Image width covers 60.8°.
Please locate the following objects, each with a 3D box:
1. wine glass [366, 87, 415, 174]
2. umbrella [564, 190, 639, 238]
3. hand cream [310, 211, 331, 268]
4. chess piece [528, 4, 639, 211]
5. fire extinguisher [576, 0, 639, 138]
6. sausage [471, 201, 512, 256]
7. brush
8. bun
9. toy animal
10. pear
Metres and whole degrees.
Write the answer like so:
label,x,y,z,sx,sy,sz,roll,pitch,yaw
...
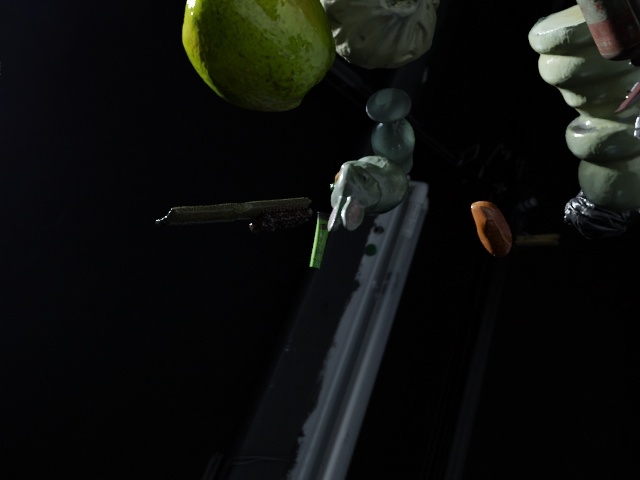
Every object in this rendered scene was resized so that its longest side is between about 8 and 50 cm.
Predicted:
label,x,y,z,sx,sy,sz,roll,pitch,yaw
wine glass,0.150,-0.216,1.137,0.092,0.202,0.093,-5,-119,8
umbrella,0.700,-0.047,1.156,0.118,0.340,0.118,-19,-67,-55
hand cream,0.000,0.000,1.184,0.036,0.023,0.122,13,-98,-9
chess piece,0.459,-0.203,0.859,0.182,0.182,0.330,-39,-64,-35
fire extinguisher,0.298,-0.230,0.561,0.106,0.075,0.252,-33,-71,5
sausage,0.503,-0.036,1.591,0.089,0.089,0.179,-40,-73,-35
brush,-0.094,-0.029,0.693,0.248,0.043,0.036,-8,-115,-54
bun,0.166,-0.630,1.444,0.359,0.211,0.360,-3,-72,-10
toy animal,0.075,-0.087,0.987,0.125,0.127,0.251,54,-154,-2
pear,-0.141,-0.501,1.370,0.390,0.391,0.391,11,-112,-28
